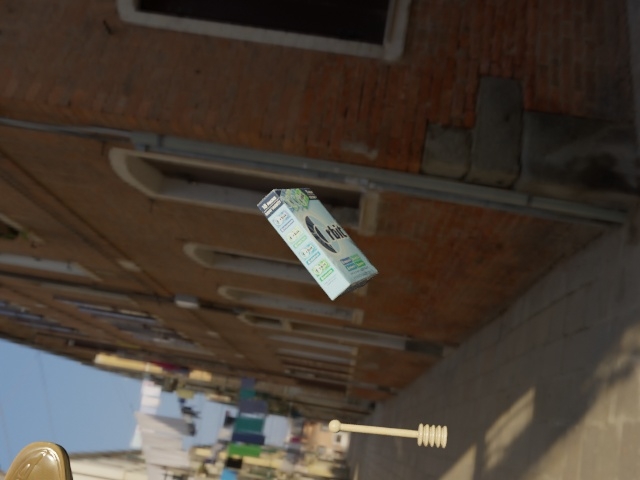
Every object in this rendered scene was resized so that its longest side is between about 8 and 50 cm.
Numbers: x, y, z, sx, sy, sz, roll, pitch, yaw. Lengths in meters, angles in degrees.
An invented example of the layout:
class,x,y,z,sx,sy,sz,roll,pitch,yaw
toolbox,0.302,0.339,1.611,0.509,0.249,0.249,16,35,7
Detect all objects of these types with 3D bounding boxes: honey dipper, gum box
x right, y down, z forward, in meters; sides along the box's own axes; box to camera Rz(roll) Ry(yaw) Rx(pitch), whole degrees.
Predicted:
class,x,y,z,sx,sy,sz,roll,pitch,yaw
honey dipper,0.091,0.262,1.121,0.030,0.160,0.031,3,-90,-85
gum box,0.000,0.000,1.287,0.041,0.184,0.157,-43,-10,18

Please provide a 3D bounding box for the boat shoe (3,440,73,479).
class,x,y,z,sx,sy,sz,roll,pitch,yaw
boat shoe,-0.445,0.493,1.336,0.123,0.123,0.342,18,-108,-79
